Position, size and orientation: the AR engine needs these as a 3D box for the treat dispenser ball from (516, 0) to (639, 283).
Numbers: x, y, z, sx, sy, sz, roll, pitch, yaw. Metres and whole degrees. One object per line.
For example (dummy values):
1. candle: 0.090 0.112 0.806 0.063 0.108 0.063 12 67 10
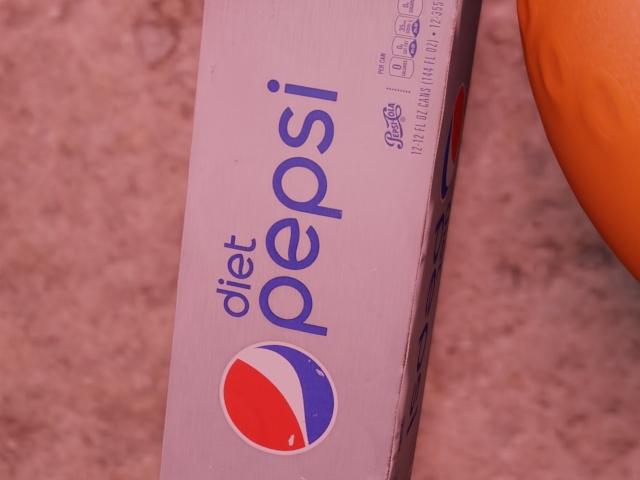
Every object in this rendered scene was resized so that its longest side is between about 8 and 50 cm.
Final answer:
1. treat dispenser ball: 0.200 -0.082 0.419 0.288 0.288 0.288 4 107 14

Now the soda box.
1. soda box: 0.000 0.000 0.602 0.098 0.091 0.286 10 109 11
